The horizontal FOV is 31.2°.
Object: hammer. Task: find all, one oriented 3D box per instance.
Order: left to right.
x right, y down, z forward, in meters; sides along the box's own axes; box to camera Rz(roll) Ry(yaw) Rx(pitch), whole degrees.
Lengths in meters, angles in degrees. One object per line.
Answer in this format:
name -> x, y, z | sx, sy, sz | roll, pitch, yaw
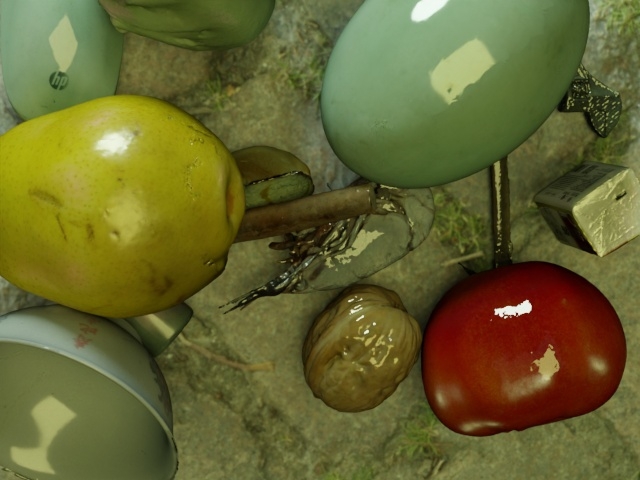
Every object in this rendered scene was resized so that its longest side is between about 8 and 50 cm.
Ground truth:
hammer -> 0.259, -0.072, 1.651 | 0.125, 0.027, 0.297 | -4, 99, -13

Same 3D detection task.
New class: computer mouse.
computer mouse -> -0.335, -0.287, 1.489 | 0.159, 0.097, 0.289 | 4, 98, -7

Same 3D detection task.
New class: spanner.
spanner -> 0.343, -0.292, 1.632 | 0.093, 0.026, 0.326 | -26, 101, -5

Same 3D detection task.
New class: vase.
vase -> -0.279, 0.061, 1.561 | 0.214, 0.086, 0.086 | 41, 90, -8

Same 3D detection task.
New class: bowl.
bowl -> -0.325, 0.183, 1.503 | 0.345, 0.345, 0.157 | 28, 49, -12

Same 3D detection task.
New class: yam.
yam -> -0.052, -0.030, 1.521 | 0.263, 0.046, 0.046 | -13, 101, 18

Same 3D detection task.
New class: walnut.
walnut -> 0.050, 0.152, 1.584 | 0.155, 0.155, 0.184 | 34, 106, -12

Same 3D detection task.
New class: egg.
egg -> 0.173, -0.230, 1.485 | 0.389, 0.276, 0.276 | -39, 102, 4

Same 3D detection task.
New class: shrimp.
shrimp -> 0.004, 0.005, 1.577 | 0.343, 0.116, 0.145 | -30, 102, -11

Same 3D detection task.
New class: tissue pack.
tissue pack -> 0.386, -0.045, 1.612 | 0.106, 0.148, 0.099 | -34, 102, -3

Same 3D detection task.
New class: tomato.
tomato -> 0.276, 0.144, 1.572 | 0.298, 0.298, 0.226 | -8, 78, -8

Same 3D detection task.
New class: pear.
pear -> -0.265, -0.047, 1.437 | 0.336, 0.285, 0.285 | 16, 97, 25

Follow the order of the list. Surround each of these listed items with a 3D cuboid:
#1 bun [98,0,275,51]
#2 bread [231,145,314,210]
bun -> -0.200, -0.338, 1.414 | 0.187, 0.293, 0.293 | -42, 102, 4
bread -> -0.092, -0.084, 1.562 | 0.157, 0.094, 0.083 | -18, 145, 2
